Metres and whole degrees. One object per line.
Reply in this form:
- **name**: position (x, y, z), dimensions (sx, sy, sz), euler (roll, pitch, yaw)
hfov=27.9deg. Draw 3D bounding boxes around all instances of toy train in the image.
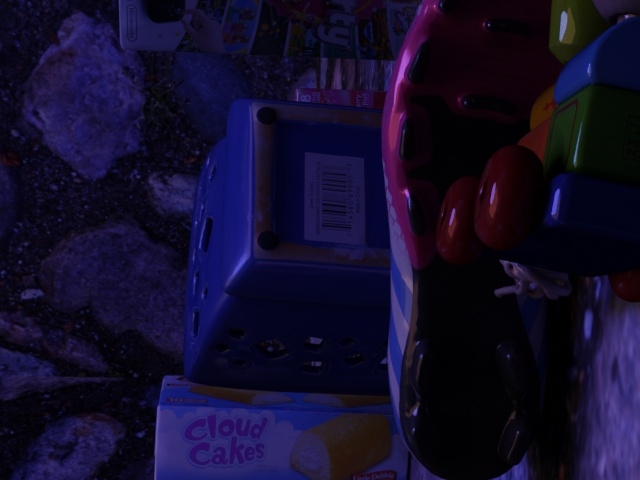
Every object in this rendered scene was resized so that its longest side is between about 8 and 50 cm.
- **toy train**: position (0.117, -0.049, 0.603), dimensions (0.248, 0.105, 0.143), euler (134, 148, -83)

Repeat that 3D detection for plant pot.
- **plant pot**: position (0.000, 0.000, 1.219), dimensions (0.212, 0.236, 0.236), euler (112, 161, -60)

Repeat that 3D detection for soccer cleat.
- **soccer cleat**: position (0.089, -0.020, 0.784), dimensions (0.143, 0.116, 0.331), euler (-82, -3, -77)

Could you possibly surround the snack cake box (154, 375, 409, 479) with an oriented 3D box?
- **snack cake box**: position (-0.044, 0.207, 1.392), dimensions (0.152, 0.264, 0.089), euler (-120, 33, -81)

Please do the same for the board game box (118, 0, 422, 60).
- **board game box**: position (-0.027, -0.283, 1.150), dimensions (0.097, 0.303, 0.224), euler (-94, 7, -52)

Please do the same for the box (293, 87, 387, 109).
- **box**: position (0.028, -0.037, 1.465), dimensions (0.122, 0.128, 0.257), euler (129, 142, -82)
